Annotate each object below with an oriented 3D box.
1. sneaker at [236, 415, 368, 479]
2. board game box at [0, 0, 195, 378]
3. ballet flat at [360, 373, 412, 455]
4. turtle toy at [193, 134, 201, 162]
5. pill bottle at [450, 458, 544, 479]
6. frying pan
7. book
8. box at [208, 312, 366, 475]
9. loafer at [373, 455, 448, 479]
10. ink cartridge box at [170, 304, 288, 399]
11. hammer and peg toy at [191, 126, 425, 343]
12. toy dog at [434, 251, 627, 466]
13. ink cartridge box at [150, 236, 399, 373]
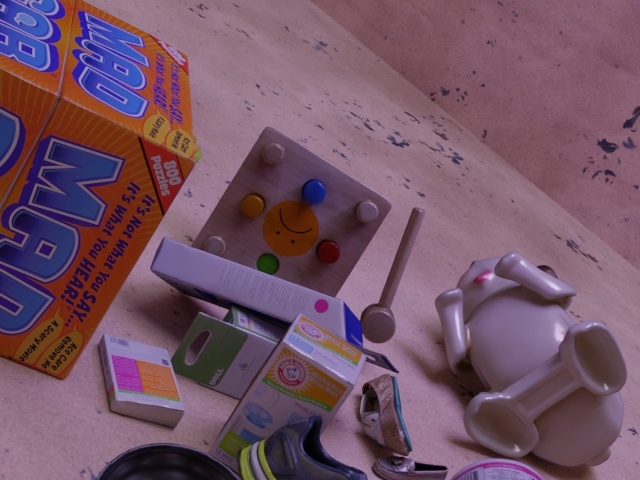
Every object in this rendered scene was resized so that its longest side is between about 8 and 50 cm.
[{"bbox_3d":[0.020,0.344,1.519,0.300,0.121,0.111,52,14,18],"label":"sneaker"},{"bbox_3d":[-0.406,-0.113,1.619,0.356,0.356,0.356,25,23,-20],"label":"board game box"},{"bbox_3d":[0.097,0.274,1.916,0.067,0.073,0.206,-12,19,1],"label":"ballet flat"},{"bbox_3d":[-0.276,-0.180,2.352,0.130,0.066,0.095,13,31,-43],"label":"turtle toy"},{"bbox_3d":[0.244,0.429,1.649,0.160,0.160,0.283,30,22,-10],"label":"pill bottle"},{"bbox_3d":[-0.106,0.338,1.407,0.326,0.053,0.197,20,43,-9],"label":"frying pan"},{"bbox_3d":[-0.241,0.184,1.665,0.096,0.035,0.144,19,25,-26],"label":"book"},{"bbox_3d":[-0.042,0.215,1.642,0.114,0.203,0.103,33,21,0],"label":"box"},{"bbox_3d":[0.135,0.339,1.855,0.125,0.039,0.045,20,24,-31],"label":"loafer"},{"bbox_3d":[-0.108,0.166,1.786,0.209,0.109,0.062,24,23,-22],"label":"ink cartridge box"},{"bbox_3d":[0.000,0.000,2.094,0.361,0.266,0.127,31,3,-4],"label":"hammer and peg toy"},{"bbox_3d":[0.381,0.182,2.231,0.395,0.284,0.408,36,17,-32],"label":"toy dog"},{"bbox_3d":[-0.056,0.098,1.840,0.371,0.069,0.176,22,-9,14],"label":"ink cartridge box"}]
